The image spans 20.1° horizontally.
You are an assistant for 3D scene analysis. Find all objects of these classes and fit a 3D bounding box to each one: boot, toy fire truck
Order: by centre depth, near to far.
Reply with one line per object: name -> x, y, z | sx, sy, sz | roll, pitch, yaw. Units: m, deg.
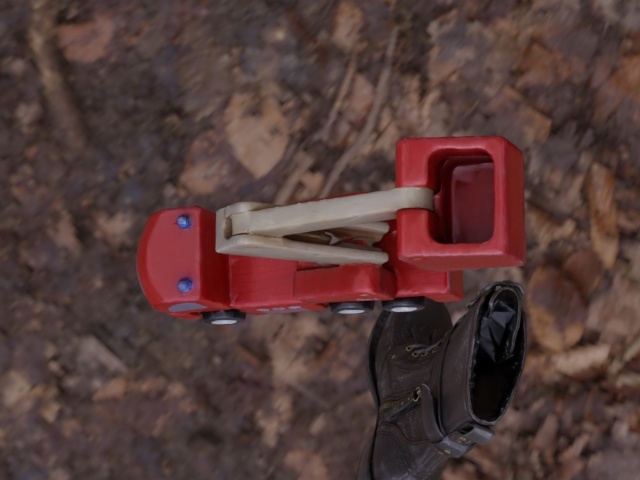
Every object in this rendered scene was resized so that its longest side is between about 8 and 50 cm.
toy fire truck -> 0.000, 0.000, 0.751 | 0.192, 0.135, 0.047 | -5, 79, 20
boot -> 0.116, 0.102, 1.541 | 0.091, 0.263, 0.229 | 18, 140, -13
